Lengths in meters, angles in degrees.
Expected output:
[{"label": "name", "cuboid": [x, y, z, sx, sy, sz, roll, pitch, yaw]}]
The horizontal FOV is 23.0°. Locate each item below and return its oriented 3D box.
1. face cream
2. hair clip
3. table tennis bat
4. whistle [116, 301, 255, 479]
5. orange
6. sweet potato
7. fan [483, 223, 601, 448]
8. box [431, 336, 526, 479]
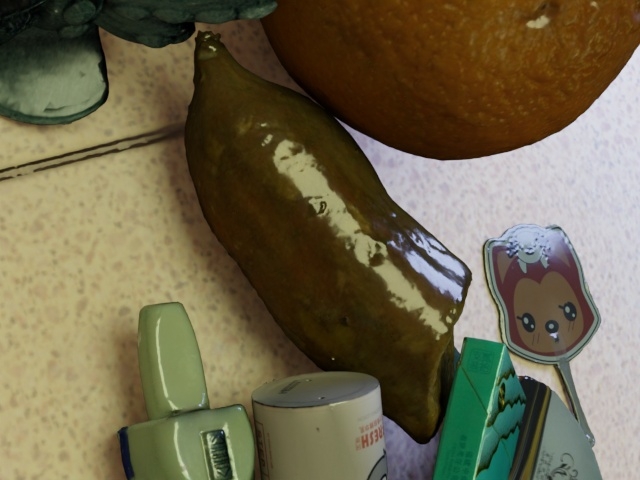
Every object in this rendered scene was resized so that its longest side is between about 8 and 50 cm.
[{"label": "face cream", "cuboid": [0.007, 0.213, 1.177, 0.096, 0.096, 0.214, -14, 103, -40]}, {"label": "hair clip", "cuboid": [-0.188, -0.207, 1.119, 0.310, 0.206, 0.194, -7, 75, -24]}, {"label": "table tennis bat", "cuboid": [0.157, 0.175, 1.393, 0.173, 0.022, 0.301, -43, 105, -36]}, {"label": "whistle", "cuboid": [-0.097, 0.167, 1.149, 0.110, 0.092, 0.244, -8, 83, -38]}, {"label": "orange", "cuboid": [0.094, -0.227, 1.259, 0.322, 0.357, 0.322, -8, 110, -23]}, {"label": "sweet potato", "cuboid": [0.000, 0.000, 1.244, 0.370, 0.158, 0.158, 47, 52, -7]}, {"label": "fan", "cuboid": [0.219, 0.089, 1.476, 0.132, 0.009, 0.220, -13, 83, -38]}, {"label": "box", "cuboid": [0.118, 0.208, 1.263, 0.161, 0.042, 0.226, 61, 41, -65]}]
